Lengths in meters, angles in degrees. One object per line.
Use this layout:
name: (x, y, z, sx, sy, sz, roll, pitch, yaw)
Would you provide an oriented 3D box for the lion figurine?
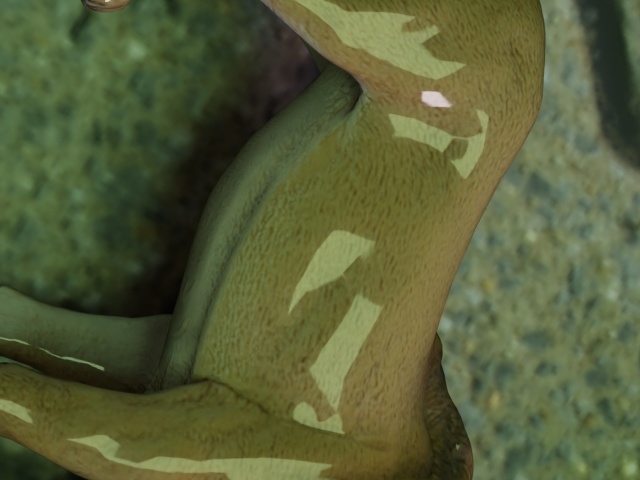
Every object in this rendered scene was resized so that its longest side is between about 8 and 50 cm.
lion figurine: (0.000, 0.000, 0.699, 0.240, 0.142, 0.392, 19, 102, -16)
